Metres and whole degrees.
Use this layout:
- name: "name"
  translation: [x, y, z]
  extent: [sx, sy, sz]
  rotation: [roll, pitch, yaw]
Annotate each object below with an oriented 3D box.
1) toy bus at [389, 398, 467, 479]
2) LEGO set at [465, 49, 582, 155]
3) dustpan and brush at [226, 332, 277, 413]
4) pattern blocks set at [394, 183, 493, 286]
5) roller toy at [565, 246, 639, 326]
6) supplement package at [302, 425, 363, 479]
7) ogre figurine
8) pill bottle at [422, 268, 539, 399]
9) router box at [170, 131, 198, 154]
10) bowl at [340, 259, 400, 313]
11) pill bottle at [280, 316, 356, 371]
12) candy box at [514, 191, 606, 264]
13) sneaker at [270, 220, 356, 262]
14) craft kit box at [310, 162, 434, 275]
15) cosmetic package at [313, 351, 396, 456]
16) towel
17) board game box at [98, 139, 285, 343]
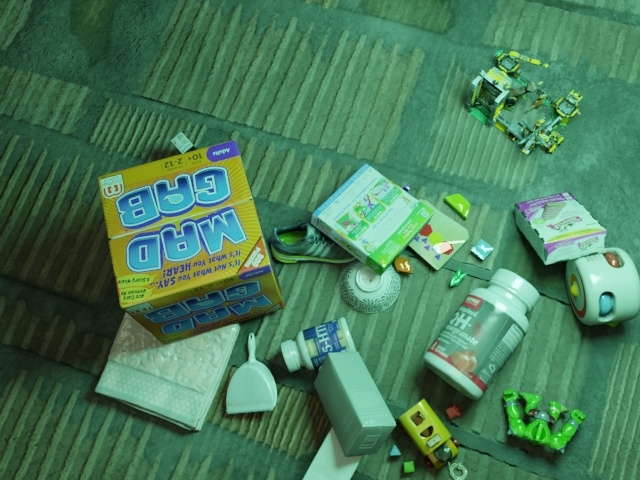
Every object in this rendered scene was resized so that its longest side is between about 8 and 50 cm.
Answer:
- name: "toy bus"
  translation: [0.284, 0.505, 1.651]
  extent: [0.202, 0.104, 0.191]
  rotation: [6, 75, 8]
- name: "LEGO set"
  translation: [0.576, -0.410, 1.831]
  extent: [0.255, 0.192, 0.331]
  rotation: [-37, 74, -5]
- name: "dustpan and brush"
  translation: [-0.191, 0.360, 1.776]
  extent: [0.147, 0.060, 0.211]
  rotation: [-9, 80, 17]
- name: "pattern blocks set"
  translation: [0.310, -0.020, 1.834]
  extent: [0.285, 0.026, 0.325]
  rotation: [-37, 73, -7]
- name: "roller toy"
  translation: [0.718, 0.117, 1.667]
  extent: [0.146, 0.191, 0.209]
  rotation: [-9, 74, 5]
- name: "supplement package"
  translation: [0.038, 0.575, 1.658]
  extent: [0.105, 0.105, 0.179]
  rotation: [29, 80, 14]
- name: "ogre figurine"
  translation: [0.555, 0.460, 1.641]
  extent: [0.197, 0.097, 0.118]
  rotation: [24, 66, 1]
- name: "pill bottle"
  translation: [0.424, 0.236, 1.675]
  extent: [0.176, 0.176, 0.318]
  rotation: [36, 81, 14]
- name: "router box"
  translation: [-0.356, -0.223, 1.912]
  extent: [0.046, 0.133, 0.179]
  rotation: [-41, 74, -6]
- name: "bowl"
  translation: [0.137, 0.112, 1.791]
  extent: [0.170, 0.080, 0.170]
  rotation: [-1, 74, 5]
- name: "pill bottle"
  translation: [-0.006, 0.286, 1.741]
  extent: [0.186, 0.112, 0.112]
  rotation: [-19, 73, 1]
- name: "candy box"
  translation: [0.629, -0.038, 1.712]
  extent: [0.159, 0.071, 0.233]
  rotation: [-13, 30, 2]
- name: "sneaker"
  translation: [0.000, 0.000, 1.811]
  extent: [0.300, 0.121, 0.111]
  rotation: [-7, 68, 4]
- name: "craft kit box"
  translation: [0.145, -0.064, 1.780]
  extent: [0.246, 0.061, 0.250]
  rotation: [36, 60, 17]
- name: "cosmetic package"
  translation: [0.079, 0.407, 1.628]
  extent: [0.107, 0.127, 0.238]
  rotation: [5, 38, -26]
- name: "towel"
  translation: [-0.430, 0.328, 1.808]
  extent: [0.332, 0.053, 0.317]
  rotation: [18, 77, 10]
- name: "board game box"
  translation: [-0.323, 0.016, 1.693]
  extent: [0.356, 0.356, 0.356]
  rotation: [-16, 67, -4]
